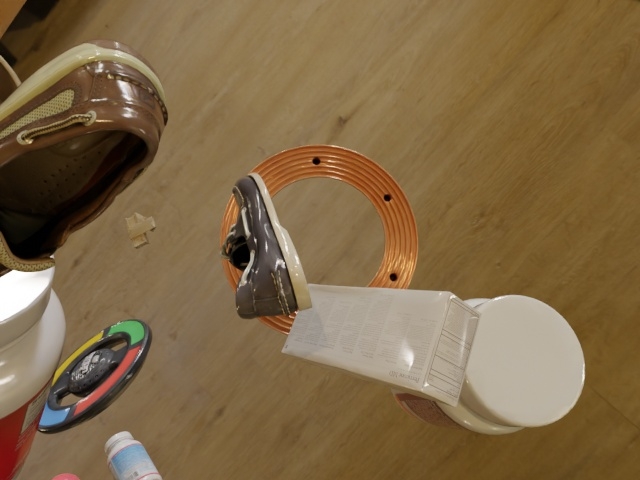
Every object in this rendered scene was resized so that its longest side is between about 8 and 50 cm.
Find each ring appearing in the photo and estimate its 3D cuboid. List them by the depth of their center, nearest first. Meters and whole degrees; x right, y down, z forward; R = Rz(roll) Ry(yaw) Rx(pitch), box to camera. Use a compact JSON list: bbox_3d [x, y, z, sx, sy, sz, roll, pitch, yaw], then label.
[{"bbox_3d":[0.000,0.000,0.824,0.337,0.032,0.336,1,82,-4],"label":"ring"}]

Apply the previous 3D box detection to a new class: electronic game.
[{"bbox_3d":[-0.386,0.223,0.820,0.229,0.229,0.048,-27,117,8],"label":"electronic game"}]

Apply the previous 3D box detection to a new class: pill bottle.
[{"bbox_3d":[-0.434,0.154,0.552,0.229,0.229,0.407,40,124,8],"label":"pill bottle"},{"bbox_3d":[0.271,0.229,0.874,0.224,0.392,0.223,2,72,-6],"label":"pill bottle"},{"bbox_3d":[-0.448,0.535,1.142,0.160,0.087,0.087,37,96,36],"label":"pill bottle"}]

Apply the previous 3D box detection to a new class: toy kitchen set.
[{"bbox_3d":[-0.422,-0.025,1.188,0.068,0.075,0.083,-27,72,5],"label":"toy kitchen set"}]

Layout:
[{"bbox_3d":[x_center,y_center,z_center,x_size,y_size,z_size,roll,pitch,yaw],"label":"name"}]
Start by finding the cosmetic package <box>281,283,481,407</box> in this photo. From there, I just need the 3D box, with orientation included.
[{"bbox_3d":[0.056,0.108,0.546,0.060,0.239,0.098,34,69,-30],"label":"cosmetic package"}]

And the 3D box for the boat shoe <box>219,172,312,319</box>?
[{"bbox_3d":[-0.067,-0.002,0.457,0.065,0.206,0.075,-20,128,-9],"label":"boat shoe"}]

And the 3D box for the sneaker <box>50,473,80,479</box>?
[{"bbox_3d":[-0.604,0.650,1.162,0.116,0.314,0.136,13,99,-29],"label":"sneaker"}]

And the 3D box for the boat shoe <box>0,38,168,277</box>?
[{"bbox_3d":[-0.206,-0.020,0.310,0.258,0.095,0.095,-37,53,16],"label":"boat shoe"}]

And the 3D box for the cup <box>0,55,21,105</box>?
[{"bbox_3d":[-0.754,-0.248,0.990,0.332,0.237,0.330,-2,97,-17],"label":"cup"}]

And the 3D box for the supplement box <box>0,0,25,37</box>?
[{"bbox_3d":[-0.338,-0.240,0.344,0.194,0.191,0.129,38,102,-26],"label":"supplement box"}]
